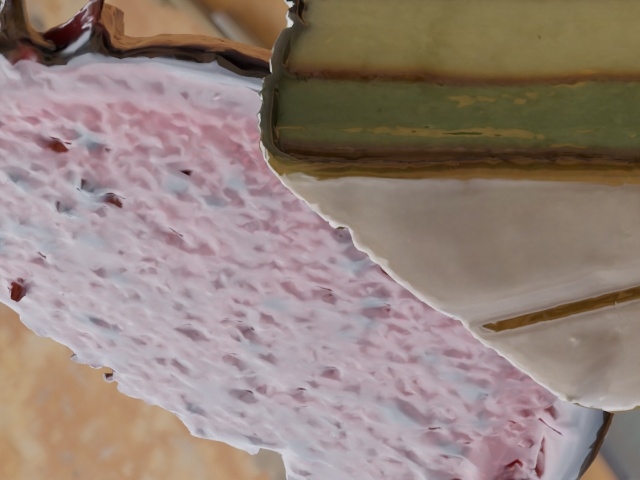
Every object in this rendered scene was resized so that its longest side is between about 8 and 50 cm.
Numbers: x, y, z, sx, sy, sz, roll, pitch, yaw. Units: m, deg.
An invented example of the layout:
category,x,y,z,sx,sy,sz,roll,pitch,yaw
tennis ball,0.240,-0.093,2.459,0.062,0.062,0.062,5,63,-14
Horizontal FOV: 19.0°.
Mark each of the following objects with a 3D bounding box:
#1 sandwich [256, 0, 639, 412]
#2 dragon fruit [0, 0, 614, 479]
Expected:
category,x,y,z,sx,sy,sz,roll,pitch,yaw
sandwich,0.102,-0.055,0.498,0.144,0.187,0.117,40,-145,-32
dragon fruit,0.000,0.000,0.768,0.343,0.282,0.100,36,-123,-24
